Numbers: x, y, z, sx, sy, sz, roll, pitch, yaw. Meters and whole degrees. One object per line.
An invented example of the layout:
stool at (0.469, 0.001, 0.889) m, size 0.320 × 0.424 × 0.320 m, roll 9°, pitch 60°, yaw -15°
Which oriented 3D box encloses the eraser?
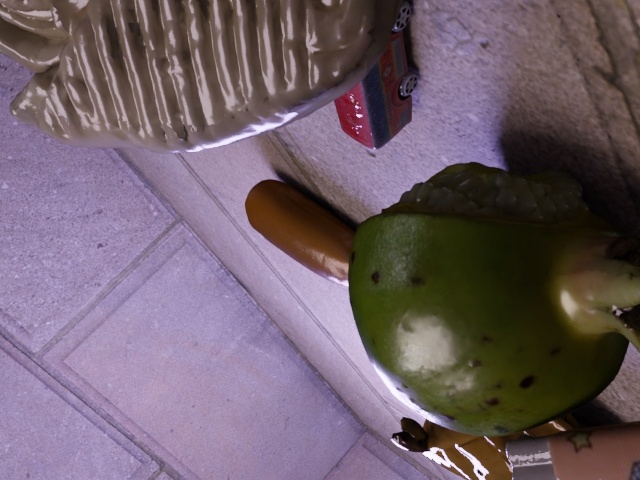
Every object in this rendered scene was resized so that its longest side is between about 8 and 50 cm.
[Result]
eraser at (0.314, 0.183, 0.537) m, size 0.291 × 0.087 × 0.171 m, roll -20°, pitch 139°, yaw 35°

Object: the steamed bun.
steamed bun at (-0.099, -0.227, 0.488) m, size 0.324 × 0.219 × 0.309 m, roll -20°, pitch 112°, yaw 26°

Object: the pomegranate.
pomegranate at (0.168, 0.050, 0.605) m, size 0.260 × 0.260 × 0.341 m, roll 49°, pitch 162°, yaw -18°

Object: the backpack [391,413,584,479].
backpack at (0.312, 0.344, 1.086) m, size 0.353 × 0.201 × 0.378 m, roll 39°, pitch 168°, yaw 5°

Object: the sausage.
sausage at (0.003, 0.003, 1.169) m, size 0.328 × 0.112 × 0.112 m, roll 33°, pitch 162°, yaw 29°

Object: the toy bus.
toy bus at (0.042, -0.167, 0.639) m, size 0.065 × 0.077 × 0.192 m, roll 34°, pitch 163°, yaw 28°
